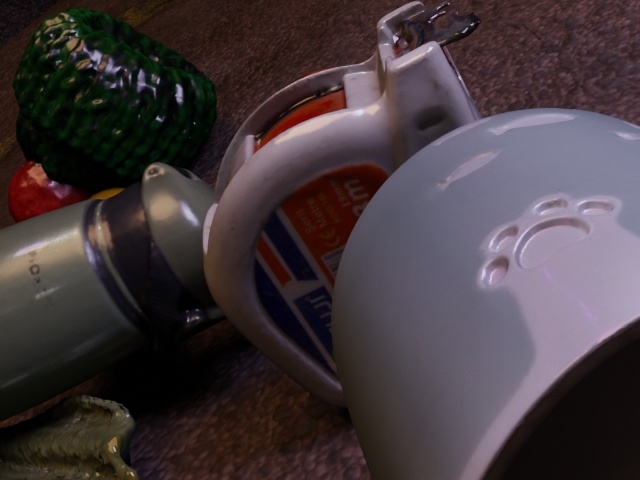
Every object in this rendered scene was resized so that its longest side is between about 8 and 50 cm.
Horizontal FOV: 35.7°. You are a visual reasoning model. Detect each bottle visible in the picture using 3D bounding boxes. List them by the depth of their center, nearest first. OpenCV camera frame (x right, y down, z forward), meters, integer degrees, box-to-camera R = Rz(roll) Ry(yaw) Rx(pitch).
[{"bbox_3d":[-0.226,0.049,0.919,0.346,0.168,0.168,-23,29,12],"label":"bottle"}]

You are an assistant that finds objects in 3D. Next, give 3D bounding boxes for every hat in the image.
[{"bbox_3d":[-0.325,-0.142,1.417,0.332,0.274,0.242,-56,11,17],"label":"hat"}]

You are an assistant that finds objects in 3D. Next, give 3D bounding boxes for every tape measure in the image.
[{"bbox_3d":[0.044,-0.014,0.755,0.265,0.258,0.130,-25,30,14],"label":"tape measure"}]

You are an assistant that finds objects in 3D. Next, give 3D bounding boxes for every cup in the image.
[{"bbox_3d":[0.190,0.069,0.526,0.356,0.260,0.274,-4,25,-12],"label":"cup"}]

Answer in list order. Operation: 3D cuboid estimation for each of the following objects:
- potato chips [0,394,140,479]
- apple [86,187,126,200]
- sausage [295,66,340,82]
[{"bbox_3d":[-0.329,0.291,0.855,0.429,0.070,0.358,-9,37,37],"label":"potato chips"},{"bbox_3d":[-0.219,0.025,1.070,0.163,0.147,0.146,-35,1,17],"label":"apple"},{"bbox_3d":[0.059,-0.156,1.166,0.089,0.083,0.300,-42,31,-18],"label":"sausage"}]
